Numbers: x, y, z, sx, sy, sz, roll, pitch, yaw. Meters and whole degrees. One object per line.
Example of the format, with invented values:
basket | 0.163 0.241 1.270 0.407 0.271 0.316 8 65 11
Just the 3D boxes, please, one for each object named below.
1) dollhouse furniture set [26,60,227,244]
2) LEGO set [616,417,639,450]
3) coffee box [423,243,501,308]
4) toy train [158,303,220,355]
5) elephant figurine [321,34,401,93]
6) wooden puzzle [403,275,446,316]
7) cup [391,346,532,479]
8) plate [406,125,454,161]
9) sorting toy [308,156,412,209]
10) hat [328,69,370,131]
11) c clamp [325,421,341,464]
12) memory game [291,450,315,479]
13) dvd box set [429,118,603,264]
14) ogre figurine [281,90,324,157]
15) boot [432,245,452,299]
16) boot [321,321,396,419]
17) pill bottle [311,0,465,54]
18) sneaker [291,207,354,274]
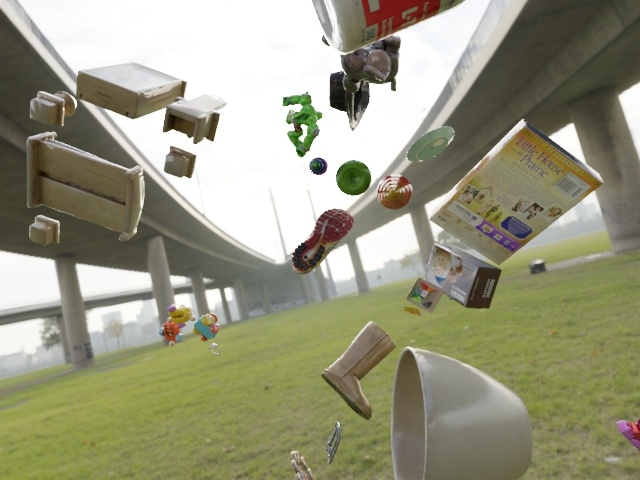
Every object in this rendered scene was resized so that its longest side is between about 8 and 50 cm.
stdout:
dollhouse furniture set | -0.352 -0.130 0.905 0.304 0.355 0.173 21 28 2
LEGO set | 0.542 0.337 0.675 0.093 0.227 0.087 -42 12 27
coffee box | 0.464 0.115 1.601 0.098 0.141 0.246 7 15 -23
toy train | -0.294 0.199 1.107 0.167 0.125 0.046 12 33 17
elephant figurine | 0.120 -0.510 1.394 0.239 0.186 0.169 -41 -16 -37
wooden puzzle | 0.256 0.134 1.182 0.079 0.116 0.014 21 -10 25
cup | 0.295 0.401 1.017 0.237 0.330 0.331 4 -7 -1
plate | 0.395 -0.333 1.712 0.188 0.024 0.188 -21 -22 -9
sorting toy | 0.128 -0.201 1.606 0.366 0.127 0.126 20 10 6
hat | 0.097 -0.584 1.861 0.134 0.331 0.331 9 1 17
c clamp | 0.042 0.684 1.649 0.022 0.160 0.137 17 31 -3
memory game | -0.028 0.627 1.235 0.012 0.186 0.186 -29 -6 -2
dvd box set | 0.596 -0.133 1.515 0.420 0.308 0.062 -51 13 38
ogre figurine | -0.055 -0.361 1.459 0.097 0.196 0.118 14 -22 -36
boot | 0.519 0.132 1.955 0.076 0.208 0.190 -8 -16 39
boot | 0.170 0.450 1.690 0.270 0.236 0.089 -39 -21 -21
pill bottle | 0.189 -0.595 1.064 0.408 0.228 0.229 -24 -6 -2
sneaker | 0.000 0.000 1.271 0.225 0.088 0.092 -45 -8 -21
